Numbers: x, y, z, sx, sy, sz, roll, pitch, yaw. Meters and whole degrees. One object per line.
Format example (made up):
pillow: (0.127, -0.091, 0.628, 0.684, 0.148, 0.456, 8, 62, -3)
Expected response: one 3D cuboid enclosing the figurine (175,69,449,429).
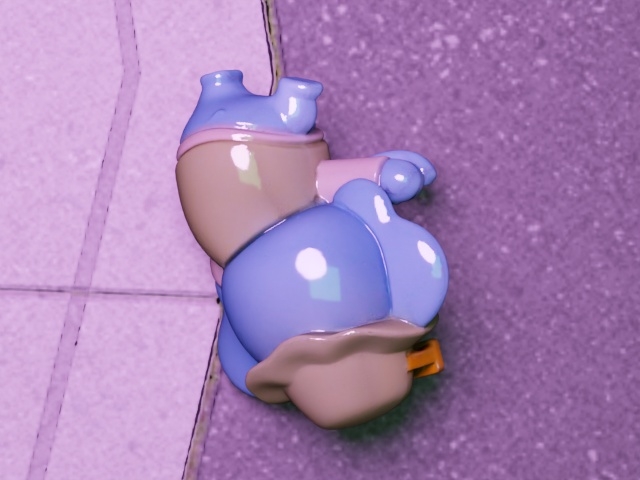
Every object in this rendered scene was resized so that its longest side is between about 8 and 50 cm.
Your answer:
figurine: (-0.003, 0.001, 1.051, 0.180, 0.154, 0.262, -10, 89, 6)
